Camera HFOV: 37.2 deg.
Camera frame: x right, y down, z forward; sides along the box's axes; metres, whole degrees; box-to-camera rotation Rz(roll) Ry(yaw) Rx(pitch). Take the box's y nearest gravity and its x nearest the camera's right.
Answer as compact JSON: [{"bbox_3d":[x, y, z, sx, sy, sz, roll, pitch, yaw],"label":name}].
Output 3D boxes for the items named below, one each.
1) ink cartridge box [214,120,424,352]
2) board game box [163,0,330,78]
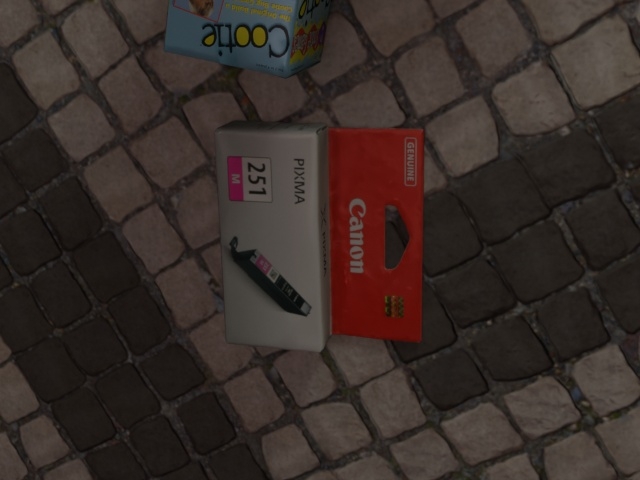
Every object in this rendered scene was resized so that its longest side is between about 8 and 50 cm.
[{"bbox_3d":[0.000,0.000,1.138,0.238,0.060,0.275,4,108,16],"label":"ink cartridge box"},{"bbox_3d":[-0.060,-0.329,1.004,0.144,0.142,0.276,14,110,11],"label":"board game box"}]
